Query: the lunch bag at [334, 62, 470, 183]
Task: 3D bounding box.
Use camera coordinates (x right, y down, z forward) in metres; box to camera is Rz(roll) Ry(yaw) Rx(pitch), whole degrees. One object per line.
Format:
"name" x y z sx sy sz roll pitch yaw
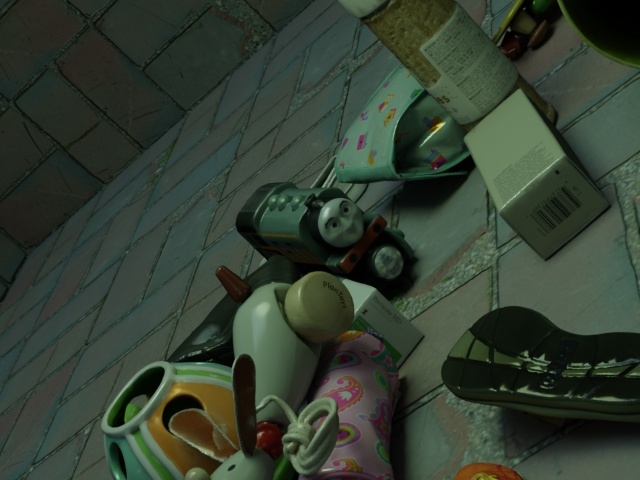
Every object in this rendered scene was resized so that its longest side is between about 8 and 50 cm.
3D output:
"lunch bag" 0.154 -0.178 1.911 0.262 0.160 0.223 -46 19 -16

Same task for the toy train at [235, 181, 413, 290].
"toy train" 0.000 0.000 1.830 0.142 0.190 0.334 -52 19 -13

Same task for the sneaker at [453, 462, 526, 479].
"sneaker" 0.169 0.243 1.174 0.064 0.067 0.175 -51 18 -8

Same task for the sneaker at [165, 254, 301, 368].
"sneaker" -0.121 0.132 1.715 0.286 0.109 0.130 -40 24 21

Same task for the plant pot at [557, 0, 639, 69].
"plant pot" 0.438 -0.375 1.589 0.275 0.275 0.293 -41 4 18

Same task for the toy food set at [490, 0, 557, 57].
"toy food set" 0.344 -0.361 2.022 0.218 0.071 0.128 -55 -4 -27

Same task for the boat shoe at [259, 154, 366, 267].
"boat shoe" -0.032 -0.039 2.138 0.258 0.084 0.095 -50 19 -8

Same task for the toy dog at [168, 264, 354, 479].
"toy dog" -0.087 0.153 1.407 0.220 0.161 0.334 -49 17 30

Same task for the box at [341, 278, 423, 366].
"box" 0.058 0.118 1.606 0.087 0.101 0.102 -51 21 -12

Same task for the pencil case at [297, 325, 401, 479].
"pencil case" 0.036 0.223 1.428 0.124 0.124 0.284 -39 20 22

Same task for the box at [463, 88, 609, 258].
"box" 0.272 -0.092 1.580 0.113 0.094 0.275 -41 19 16

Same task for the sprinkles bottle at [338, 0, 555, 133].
"sprinkles bottle" 0.177 -0.264 1.718 0.121 0.355 0.121 -40 20 18

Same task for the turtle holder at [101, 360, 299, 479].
"turtle holder" -0.163 0.260 1.604 0.243 0.227 0.320 -47 19 3

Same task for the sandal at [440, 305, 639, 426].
"sandal" 0.237 0.143 1.219 0.303 0.086 0.120 10 52 51
